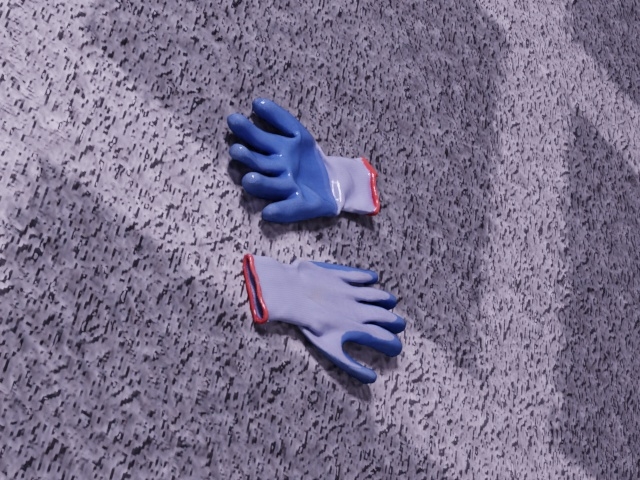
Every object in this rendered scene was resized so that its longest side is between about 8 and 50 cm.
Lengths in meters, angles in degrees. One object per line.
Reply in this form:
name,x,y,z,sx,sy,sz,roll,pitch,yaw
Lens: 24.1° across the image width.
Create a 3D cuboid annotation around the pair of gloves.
pair of gloves,0.000,0.000,1.018,0.159,0.023,0.198,14,57,-48
